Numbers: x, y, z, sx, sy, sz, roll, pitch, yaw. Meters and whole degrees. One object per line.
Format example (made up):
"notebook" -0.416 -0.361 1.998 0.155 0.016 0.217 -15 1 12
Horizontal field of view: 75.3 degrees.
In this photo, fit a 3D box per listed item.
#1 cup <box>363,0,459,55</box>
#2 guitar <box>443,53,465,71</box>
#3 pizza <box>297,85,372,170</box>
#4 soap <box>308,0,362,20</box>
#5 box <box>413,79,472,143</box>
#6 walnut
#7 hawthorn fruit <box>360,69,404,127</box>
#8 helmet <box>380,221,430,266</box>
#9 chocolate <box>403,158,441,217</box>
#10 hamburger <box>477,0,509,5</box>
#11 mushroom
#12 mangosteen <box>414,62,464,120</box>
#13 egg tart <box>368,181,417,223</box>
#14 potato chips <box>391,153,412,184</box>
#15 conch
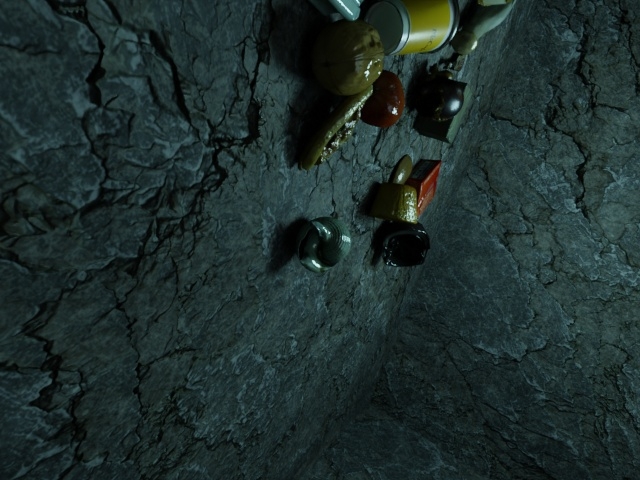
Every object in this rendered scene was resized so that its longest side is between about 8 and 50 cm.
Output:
"cup" 0.251 -0.606 1.152 0.279 0.196 0.197 -34 142 -38
"guitar" 0.578 -0.772 1.810 0.271 0.038 0.084 -39 144 -49
"pizza" 0.046 -0.292 1.113 0.292 0.058 0.197 -49 175 2
"soap" 0.004 -0.564 0.787 0.289 0.095 0.173 -2 113 -63
"box" 0.523 -0.556 1.772 0.155 0.148 0.232 -1 113 -64
"walnut" 0.063 -0.424 0.966 0.197 0.165 0.165 -42 147 -40
"hawthorn fruit" 0.176 -0.401 1.242 0.165 0.165 0.285 -67 168 3
"helmet" 0.399 -0.014 1.970 0.306 0.224 0.177 90 5 -48
"chocolate" 0.488 -0.258 2.035 0.237 0.108 0.235 -45 149 -35
"hamburger" 0.694 -1.071 1.605 0.276 0.179 0.294 -19 133 -54
"mushroom" 0.675 -0.918 1.741 0.122 0.159 0.329 47 69 -27
"mangosteen" 0.459 -0.575 1.609 0.192 0.192 0.217 -16 106 -59
"egg tart" 0.304 -0.151 1.685 0.202 0.202 0.147 9 92 -65
"potato chips" 0.364 -0.290 1.826 0.202 0.049 0.150 -50 158 -42
"conch" -0.002 -0.004 1.263 0.172 0.131 0.200 -39 126 5
